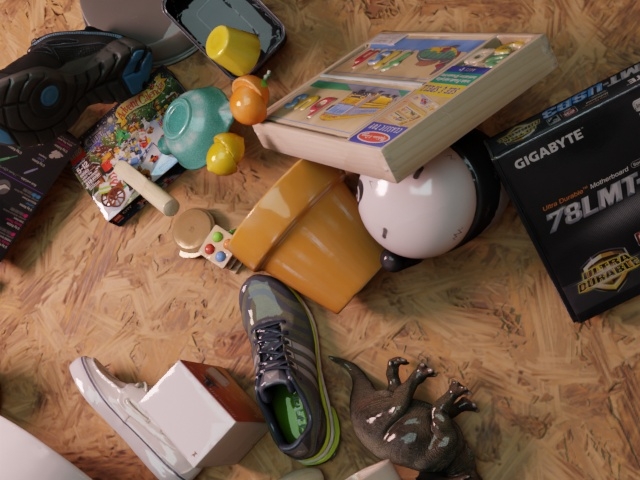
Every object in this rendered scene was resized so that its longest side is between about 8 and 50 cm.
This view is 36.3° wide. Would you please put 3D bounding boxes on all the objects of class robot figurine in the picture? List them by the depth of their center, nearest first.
[{"bbox_3d":[0.160,-0.073,1.356,0.173,0.278,0.209,-11,96,30],"label":"robot figurine"}]

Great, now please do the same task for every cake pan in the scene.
[{"bbox_3d":[-0.292,-0.443,1.681,0.293,0.054,0.293,-3,78,16],"label":"cake pan"}]

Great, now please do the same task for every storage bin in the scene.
[{"bbox_3d":[-0.152,-0.352,1.574,0.180,0.084,0.122,45,94,-3],"label":"storage bin"}]

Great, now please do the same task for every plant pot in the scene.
[{"bbox_3d":[0.000,0.000,1.444,0.188,0.205,0.205,42,93,4],"label":"plant pot"}]

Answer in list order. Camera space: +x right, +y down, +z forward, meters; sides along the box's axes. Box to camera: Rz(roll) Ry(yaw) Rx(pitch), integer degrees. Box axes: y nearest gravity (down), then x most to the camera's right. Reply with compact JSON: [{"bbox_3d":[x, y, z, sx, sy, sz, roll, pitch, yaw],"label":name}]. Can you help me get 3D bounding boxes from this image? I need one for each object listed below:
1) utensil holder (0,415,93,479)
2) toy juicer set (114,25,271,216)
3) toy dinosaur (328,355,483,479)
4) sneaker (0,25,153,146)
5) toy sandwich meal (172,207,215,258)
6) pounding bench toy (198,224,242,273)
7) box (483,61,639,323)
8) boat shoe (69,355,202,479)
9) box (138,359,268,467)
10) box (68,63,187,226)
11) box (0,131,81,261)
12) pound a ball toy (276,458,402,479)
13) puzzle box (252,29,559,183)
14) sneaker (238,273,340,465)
[{"bbox_3d":[-0.494,0.472,1.360,0.327,0.328,0.385,25,63,19],"label":"utensil holder"},{"bbox_3d":[-0.178,-0.150,1.497,0.329,0.089,0.209,-48,50,23],"label":"toy juicer set"},{"bbox_3d":[0.122,0.258,1.387,0.313,0.121,0.160,31,76,15],"label":"toy dinosaur"},{"bbox_3d":[-0.425,-0.247,1.524,0.139,0.341,0.125,31,128,24],"label":"sneaker"},{"bbox_3d":[-0.201,-0.011,1.583,0.085,0.029,0.086,-6,71,19],"label":"toy sandwich meal"},{"bbox_3d":[-0.142,0.001,1.542,0.052,0.065,0.083,32,89,20],"label":"pounding bench toy"},{"bbox_3d":[0.410,-0.071,1.301,0.295,0.073,0.293,-27,118,10],"label":"box"},{"bbox_3d":[-0.278,0.265,1.515,0.088,0.096,0.267,-45,72,-1],"label":"boat shoe"},{"bbox_3d":[-0.164,0.256,1.442,0.091,0.170,0.130,-47,72,3],"label":"box"},{"bbox_3d":[-0.300,-0.158,1.630,0.233,0.044,0.159,-40,71,5],"label":"box"},{"bbox_3d":[-0.554,-0.111,1.619,0.165,0.143,0.270,34,90,43],"label":"box"},{"bbox_3d":[0.088,0.435,1.360,0.135,0.208,0.319,-26,80,-29],"label":"pound a ball toy"},{"bbox_3d":[0.092,-0.198,1.341,0.272,0.409,0.052,-37,115,-16],"label":"puzzle box"},{"bbox_3d":[-0.054,0.185,1.450,0.111,0.121,0.300,-24,73,10],"label":"sneaker"}]
